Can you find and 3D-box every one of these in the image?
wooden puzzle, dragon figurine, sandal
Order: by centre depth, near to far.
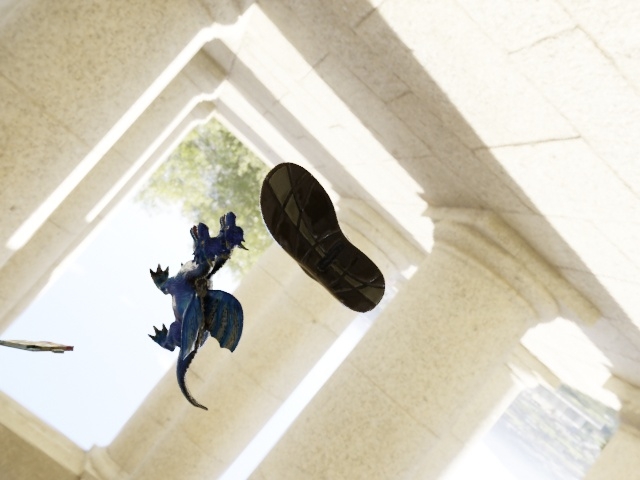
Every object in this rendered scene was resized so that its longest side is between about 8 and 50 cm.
[{"bbox_3d":[-0.280,0.103,0.595,0.083,0.006,0.049,4,173,25],"label":"wooden puzzle"},{"bbox_3d":[0.000,0.000,0.768,0.219,0.090,0.060,47,171,-15],"label":"sandal"},{"bbox_3d":[-0.158,0.104,0.792,0.085,0.290,0.144,-1,-175,-38],"label":"dragon figurine"}]
